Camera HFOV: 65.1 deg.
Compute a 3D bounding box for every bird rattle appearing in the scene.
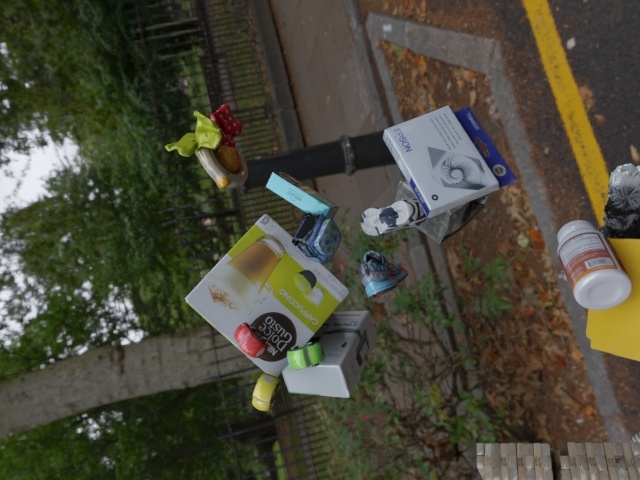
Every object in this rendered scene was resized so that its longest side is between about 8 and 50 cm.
[{"bbox_3d":[-0.260,-0.224,1.259,0.207,0.143,0.253,61,-165,-5],"label":"bird rattle"}]

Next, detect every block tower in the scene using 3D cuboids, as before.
[{"bbox_3d":[0.509,0.487,1.049,0.097,0.335,0.091,60,-149,-31],"label":"block tower"}]

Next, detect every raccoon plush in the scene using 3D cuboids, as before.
[{"bbox_3d":[0.851,-0.006,1.464,0.299,0.215,0.447,-82,-4,-77],"label":"raccoon plush"}]

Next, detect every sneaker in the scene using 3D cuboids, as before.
[{"bbox_3d":[0.245,-0.073,1.565,0.235,0.152,0.094,-28,70,52],"label":"sneaker"},{"bbox_3d":[0.185,0.080,1.485,0.125,0.104,0.262,65,-162,1],"label":"sneaker"}]

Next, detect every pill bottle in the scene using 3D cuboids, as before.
[{"bbox_3d":[0.642,0.051,1.196,0.216,0.121,0.121,-80,-11,-51],"label":"pill bottle"}]

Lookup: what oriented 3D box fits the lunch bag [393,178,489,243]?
[{"bbox_3d":[0.439,-0.147,1.813,0.235,0.286,0.169,38,138,29],"label":"lunch bag"}]

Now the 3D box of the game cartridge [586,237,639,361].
[{"bbox_3d":[0.772,0.140,1.139,0.323,0.052,0.286,-173,89,-65],"label":"game cartridge"}]

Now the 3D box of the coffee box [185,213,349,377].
[{"bbox_3d":[-0.170,0.173,1.541,0.337,0.334,0.338,43,168,-3],"label":"coffee box"}]

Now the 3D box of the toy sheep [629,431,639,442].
[{"bbox_3d":[1.149,0.715,1.767,0.132,0.091,0.091,-51,32,17],"label":"toy sheep"}]

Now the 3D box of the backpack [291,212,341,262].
[{"bbox_3d":[0.000,0.000,1.249,0.114,0.084,0.105,54,-127,-48],"label":"backpack"}]

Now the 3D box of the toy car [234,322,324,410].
[{"bbox_3d":[-0.102,0.314,1.297,0.053,0.224,0.239,-2,-103,-80],"label":"toy car"}]

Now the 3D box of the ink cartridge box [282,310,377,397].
[{"bbox_3d":[0.034,0.349,1.590,0.289,0.211,0.122,-50,-51,-55],"label":"ink cartridge box"}]

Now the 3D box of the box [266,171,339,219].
[{"bbox_3d":[-0.060,-0.152,1.732,0.060,0.244,0.100,-62,-16,17],"label":"box"}]

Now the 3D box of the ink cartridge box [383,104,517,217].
[{"bbox_3d":[0.283,-0.185,1.086,0.045,0.223,0.224,87,159,-67],"label":"ink cartridge box"}]
